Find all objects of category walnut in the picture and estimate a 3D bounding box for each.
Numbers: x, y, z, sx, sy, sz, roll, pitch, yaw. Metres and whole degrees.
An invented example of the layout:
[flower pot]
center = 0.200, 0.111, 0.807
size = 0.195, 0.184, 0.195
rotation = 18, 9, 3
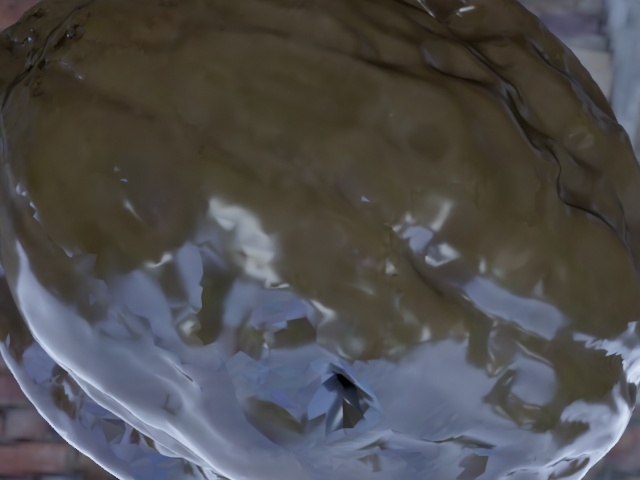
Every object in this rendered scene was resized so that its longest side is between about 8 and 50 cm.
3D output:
[walnut]
center = 0.000, 0.000, 0.551
size = 0.245, 0.198, 0.198
rotation = 28, -170, -10
